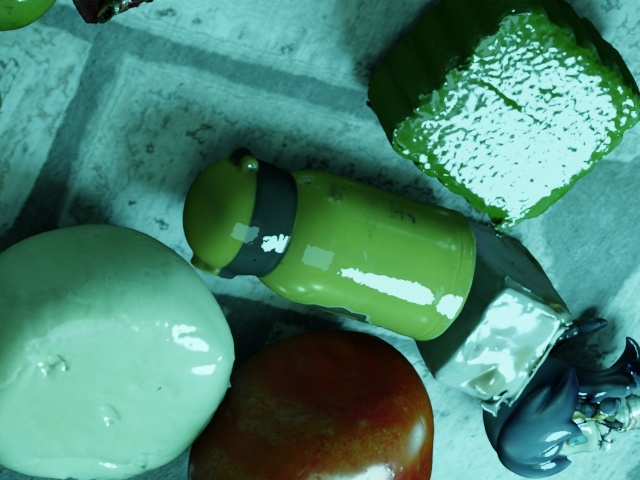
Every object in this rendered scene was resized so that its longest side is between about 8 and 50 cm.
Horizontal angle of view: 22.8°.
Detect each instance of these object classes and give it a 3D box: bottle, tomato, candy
[{"bbox_3d":[0.000,0.000,1.932,0.351,0.171,0.171,17,122,-22],"label":"bottle"},{"bbox_3d":[-0.007,0.271,2.038,0.325,0.290,0.293,-31,140,-43],"label":"tomato"},{"bbox_3d":[0.206,0.098,2.041,0.137,0.195,0.185,20,117,-28],"label":"candy"}]

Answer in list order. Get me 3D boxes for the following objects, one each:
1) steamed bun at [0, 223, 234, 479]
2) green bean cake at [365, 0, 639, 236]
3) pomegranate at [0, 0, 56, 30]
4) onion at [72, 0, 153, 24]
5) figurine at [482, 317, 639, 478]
[{"bbox_3d":[-0.278,0.116,1.915,0.334,0.233,0.312,18,119,-35],"label":"steamed bun"},{"bbox_3d":[0.215,-0.170,1.854,0.250,0.156,0.247,31,114,-31],"label":"green bean cake"},{"bbox_3d":[-0.329,-0.313,1.603,0.179,0.179,0.210,22,117,-27],"label":"pomegranate"},{"bbox_3d":[-0.204,-0.297,1.642,0.206,0.151,0.098,-14,117,41],"label":"onion"},{"bbox_3d":[0.351,0.222,2.172,0.265,0.197,0.175,-24,131,-21],"label":"figurine"}]
